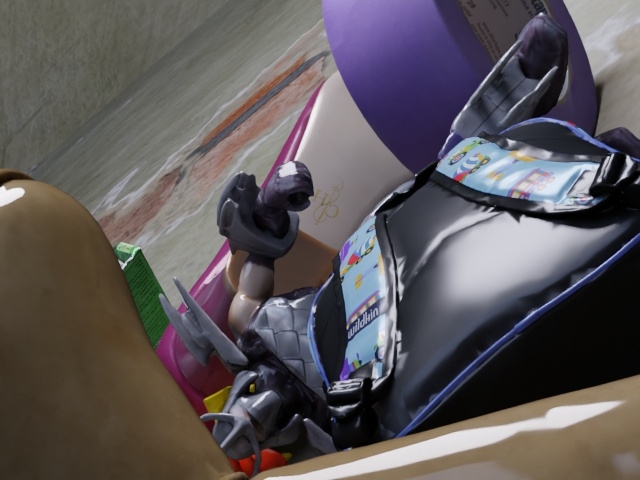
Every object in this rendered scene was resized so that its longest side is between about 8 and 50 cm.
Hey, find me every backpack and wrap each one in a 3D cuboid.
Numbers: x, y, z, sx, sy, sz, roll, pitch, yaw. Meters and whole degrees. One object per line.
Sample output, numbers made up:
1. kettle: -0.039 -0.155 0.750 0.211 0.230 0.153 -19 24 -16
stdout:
1. backpack: 0.075 0.031 0.473 0.158 0.117 0.173 -41 19 5

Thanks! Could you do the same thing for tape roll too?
1. tape roll: 0.094 -0.127 0.775 0.080 0.189 0.189 -30 22 36

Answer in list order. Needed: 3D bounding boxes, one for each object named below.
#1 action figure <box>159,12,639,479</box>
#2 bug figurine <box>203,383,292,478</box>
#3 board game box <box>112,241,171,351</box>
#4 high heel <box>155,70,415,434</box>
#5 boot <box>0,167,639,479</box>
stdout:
1. action figure: 0.041 0.015 0.616 0.285 0.185 0.099 -43 -2 -19
2. bug figurine: -0.153 0.163 0.675 0.279 0.216 0.072 -31 64 35
3. board game box: -0.191 0.138 0.864 0.030 0.136 0.259 14 53 34
4. high heel: 0.000 0.000 0.838 0.377 0.127 0.181 -43 -14 -49
5. boot: 0.028 0.064 0.339 0.270 0.236 0.089 -14 -14 13
